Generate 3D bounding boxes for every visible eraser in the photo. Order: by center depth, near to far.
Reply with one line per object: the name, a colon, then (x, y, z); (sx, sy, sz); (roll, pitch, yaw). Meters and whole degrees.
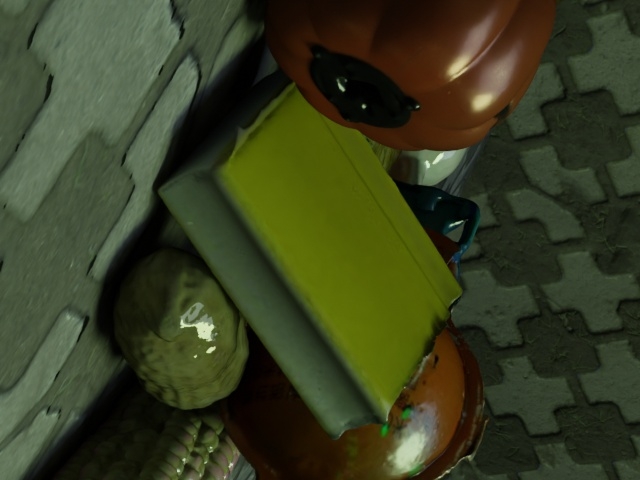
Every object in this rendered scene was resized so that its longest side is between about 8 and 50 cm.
eraser: (0.000, 0.000, 1.116); (0.069, 0.226, 0.158); (-18, -157, 40)

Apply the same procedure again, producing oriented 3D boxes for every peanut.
peanut: (-0.097, 0.063, 1.150); (0.214, 0.090, 0.099); (90, 20, -76)

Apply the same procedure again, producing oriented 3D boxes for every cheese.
cheese: (0.038, 0.080, 1.279); (0.129, 0.216, 0.329); (92, 16, -52)

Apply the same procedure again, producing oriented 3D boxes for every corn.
corn: (-0.130, 0.185, 1.252); (0.335, 0.126, 0.127); (-52, 168, -50)

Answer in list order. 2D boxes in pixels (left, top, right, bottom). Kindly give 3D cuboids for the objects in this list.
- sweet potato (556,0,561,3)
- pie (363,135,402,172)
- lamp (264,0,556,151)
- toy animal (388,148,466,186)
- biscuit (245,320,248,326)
sweet potato: (0.255, -0.344, 1.718); (0.158, 0.157, 0.370); (-57, 170, -24)
pie: (0.057, -0.169, 1.294); (0.306, 0.071, 0.306); (20, 90, -79)
lamp: (0.061, -0.155, 1.045); (0.164, 0.187, 0.188); (-60, 172, -21)
toy animal: (0.099, -0.129, 1.591); (0.282, 0.138, 0.140); (-54, 165, 4)
biscuit: (-0.051, 0.008, 1.425); (0.236, 0.039, 0.180); (-64, 176, 20)
